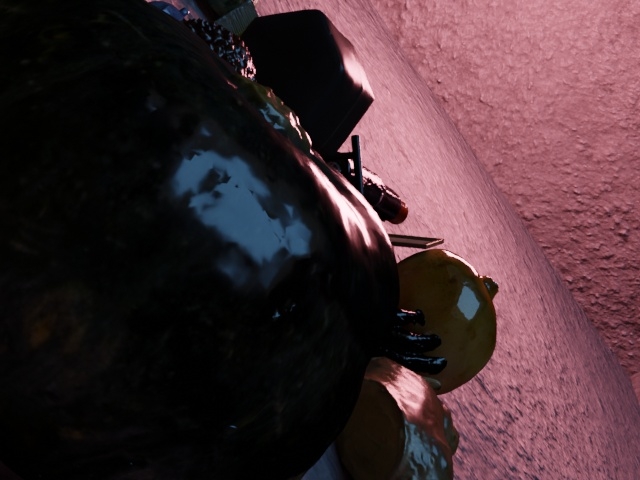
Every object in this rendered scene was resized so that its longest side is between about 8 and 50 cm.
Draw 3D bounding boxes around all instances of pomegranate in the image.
[{"bbox_3d":[0.171,0.126,1.838,0.233,0.233,0.233,51,20,-26],"label":"pomegranate"}]

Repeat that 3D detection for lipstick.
[{"bbox_3d":[0.085,-0.088,2.154,0.300,0.081,0.081,29,35,-58],"label":"lipstick"}]

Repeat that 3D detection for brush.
[{"bbox_3d":[-0.108,-0.309,2.015,0.011,0.083,0.205,24,-34,58],"label":"brush"}]

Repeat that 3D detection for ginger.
[{"bbox_3d":[0.117,0.271,1.574,0.221,0.130,0.275,29,32,-49],"label":"ginger"}]

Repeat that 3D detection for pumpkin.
[{"bbox_3d":[-0.151,0.012,0.916,0.454,0.344,0.454,48,6,-6],"label":"pumpkin"}]

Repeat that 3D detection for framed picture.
[{"bbox_3d":[0.088,-0.004,1.880,0.136,0.201,0.010,-15,110,-72],"label":"framed picture"}]

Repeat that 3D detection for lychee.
[{"bbox_3d":[-0.165,-0.199,1.497,0.188,0.188,0.188,51,20,-26],"label":"lychee"}]

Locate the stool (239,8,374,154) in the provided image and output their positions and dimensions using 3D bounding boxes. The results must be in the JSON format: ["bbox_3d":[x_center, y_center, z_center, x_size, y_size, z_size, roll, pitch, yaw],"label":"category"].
[{"bbox_3d":[-0.040,-0.242,1.840,0.141,0.232,0.232,35,30,-58],"label":"stool"}]

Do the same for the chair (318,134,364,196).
[{"bbox_3d":[0.000,0.000,1.606,0.141,0.155,0.260,76,10,-75],"label":"chair"}]

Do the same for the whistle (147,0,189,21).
[{"bbox_3d":[-0.237,-0.281,1.610,0.158,0.090,0.090,-44,107,-31],"label":"whistle"}]

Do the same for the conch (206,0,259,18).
[{"bbox_3d":[-0.172,-0.474,2.006,0.188,0.122,0.175,41,49,-37],"label":"conch"}]

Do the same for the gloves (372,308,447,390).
[{"bbox_3d":[0.101,0.158,1.695,0.181,0.129,0.106,41,19,19],"label":"gloves"}]
